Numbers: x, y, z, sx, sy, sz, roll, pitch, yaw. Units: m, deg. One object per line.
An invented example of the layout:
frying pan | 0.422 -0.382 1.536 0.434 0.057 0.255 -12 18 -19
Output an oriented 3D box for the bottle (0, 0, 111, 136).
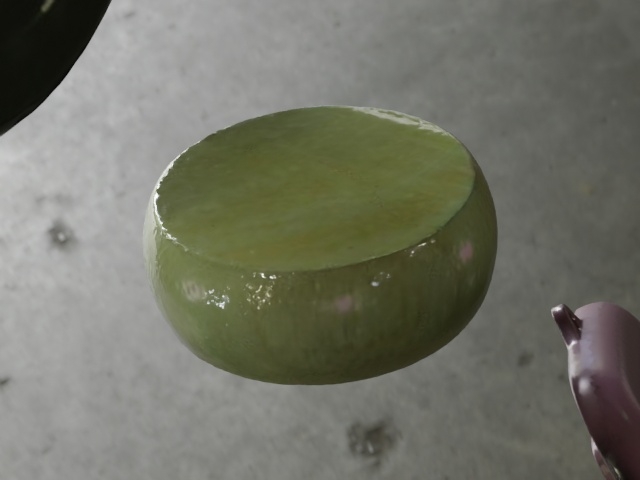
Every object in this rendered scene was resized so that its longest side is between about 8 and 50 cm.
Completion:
bottle | -0.210 -0.104 0.363 0.336 0.144 0.144 9 55 25

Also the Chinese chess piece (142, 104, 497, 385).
Chinese chess piece | 0.000 0.000 0.695 0.144 0.058 0.144 -4 33 3

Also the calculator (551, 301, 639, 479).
calculator | 0.185 0.142 0.700 0.043 0.294 0.194 -34 5 16
